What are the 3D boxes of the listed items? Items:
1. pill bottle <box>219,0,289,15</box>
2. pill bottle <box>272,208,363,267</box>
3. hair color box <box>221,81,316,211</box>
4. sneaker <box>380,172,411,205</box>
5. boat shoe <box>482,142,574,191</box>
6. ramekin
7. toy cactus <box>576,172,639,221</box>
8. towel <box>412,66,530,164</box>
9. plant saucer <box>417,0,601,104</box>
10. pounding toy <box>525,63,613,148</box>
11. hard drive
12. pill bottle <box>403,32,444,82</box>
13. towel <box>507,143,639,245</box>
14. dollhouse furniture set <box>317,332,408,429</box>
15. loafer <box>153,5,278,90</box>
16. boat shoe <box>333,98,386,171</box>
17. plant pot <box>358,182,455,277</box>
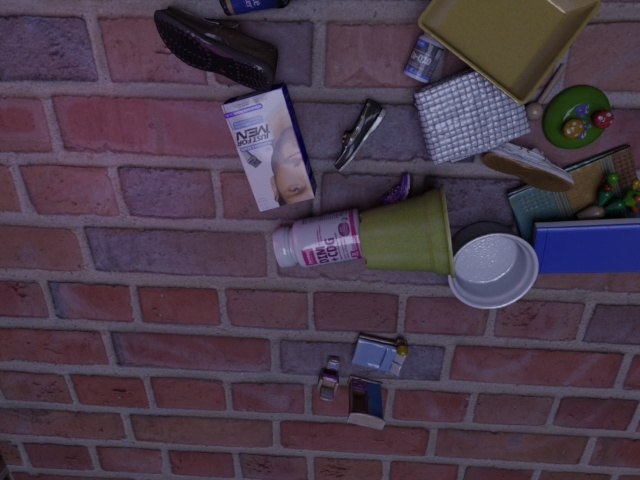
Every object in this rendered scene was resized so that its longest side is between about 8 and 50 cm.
[{"bbox_3d":[-0.148,-0.656,1.164,0.219,0.123,0.123,-6,116,5],"label":"pill bottle"},{"bbox_3d":[0.000,0.000,1.467,0.282,0.160,0.161,-11,116,9],"label":"pill bottle"},{"bbox_3d":[-0.145,-0.275,1.369,0.185,0.110,0.339,-13,117,9],"label":"hair color box"},{"bbox_3d":[0.233,-0.138,1.437,0.071,0.068,0.170,24,117,-2],"label":"sneaker"},{"bbox_3d":[0.622,-0.231,1.341,0.276,0.096,0.098,23,160,-2],"label":"boat shoe"},{"bbox_3d":[0.544,0.073,1.484,0.277,0.135,0.277,1,116,3],"label":"ramekin"},{"bbox_3d":[0.876,-0.091,1.370,0.180,0.112,0.219,-24,124,24],"label":"toy cactus"},{"bbox_3d":[0.416,-0.363,1.283,0.283,0.121,0.235,-20,116,11],"label":"towel"},{"bbox_3d":[0.456,-0.550,1.129,0.332,0.081,0.333,38,89,0],"label":"plant saucer"},{"bbox_3d":[0.715,-0.349,1.272,0.236,0.110,0.183,32,114,-13],"label":"pounding toy"},{"bbox_3d":[0.825,0.022,1.402,0.318,0.040,0.210,-2,135,15],"label":"hard drive"},{"bbox_3d":[0.288,-0.508,1.236,0.078,0.078,0.137,20,116,-6],"label":"pill bottle"},{"bbox_3d":[0.801,-0.110,1.430,0.370,0.040,0.272,-23,114,12],"label":"towel"},{"bbox_3d":[0.159,0.497,1.690,0.286,0.198,0.304,14,117,-4],"label":"dollhouse furniture set"},{"bbox_3d":[-0.277,-0.538,1.251,0.365,0.130,0.134,27,156,-2],"label":"loafer"},{"bbox_3d":[0.102,-0.310,1.352,0.068,0.081,0.228,33,107,-10],"label":"boat shoe"},{"bbox_3d":[0.252,-0.016,1.347,0.253,0.276,0.276,-6,117,15],"label":"plant pot"}]
